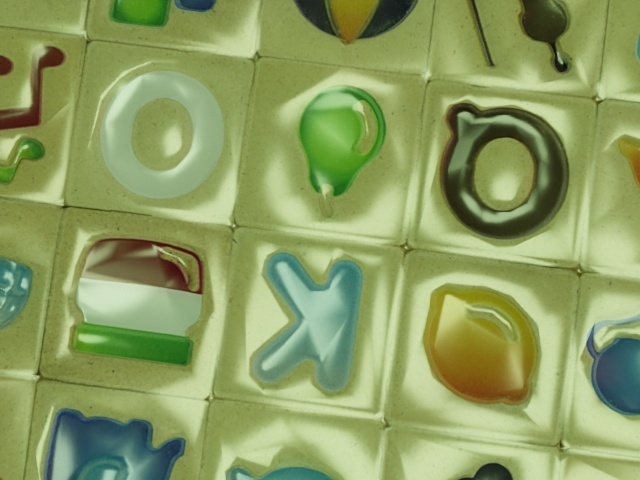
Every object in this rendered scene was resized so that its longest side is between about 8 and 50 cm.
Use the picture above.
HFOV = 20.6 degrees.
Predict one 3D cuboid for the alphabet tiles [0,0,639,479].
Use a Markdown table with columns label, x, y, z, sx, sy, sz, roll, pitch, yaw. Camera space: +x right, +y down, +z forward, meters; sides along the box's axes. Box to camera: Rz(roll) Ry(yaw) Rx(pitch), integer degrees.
| label | x | y | z | sx | sy | sz | roll | pitch | yaw |
| --- | --- | --- | --- | --- | --- | --- | --- | --- | --- |
| alphabet tiles | 0.000 | 0.000 | 0.578 | 0.011 | 0.285 | 0.342 | 78 | 19 | -83 |
